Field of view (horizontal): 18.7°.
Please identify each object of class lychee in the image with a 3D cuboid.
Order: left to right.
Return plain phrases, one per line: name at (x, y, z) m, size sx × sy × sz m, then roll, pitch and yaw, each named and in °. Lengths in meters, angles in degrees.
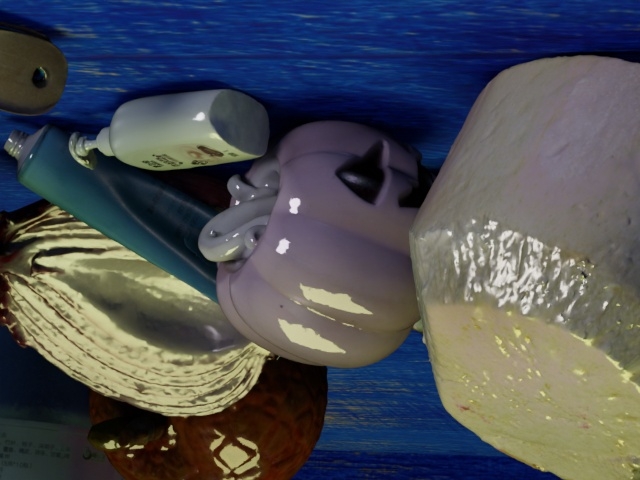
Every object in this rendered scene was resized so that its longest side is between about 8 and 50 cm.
lychee at (-0.114, 0.157, 1.948) m, size 0.255 × 0.255 × 0.300 m, roll -6°, pitch -154°, yaw 37°

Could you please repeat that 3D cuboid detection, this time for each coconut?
coconut at (0.182, 0.006, 1.221) m, size 0.239 × 0.244 × 0.239 m, roll 23°, pitch 149°, yaw 15°

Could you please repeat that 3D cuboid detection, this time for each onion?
onion at (-0.156, 0.015, 1.564) m, size 0.283 × 0.120 × 0.227 m, roll 20°, pitch 125°, yaw -15°

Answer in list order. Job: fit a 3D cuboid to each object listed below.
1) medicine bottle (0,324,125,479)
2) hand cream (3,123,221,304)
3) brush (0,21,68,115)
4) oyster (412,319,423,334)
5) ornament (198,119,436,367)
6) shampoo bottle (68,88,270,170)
medicine bottle at (-0.313, 0.197, 2.093) m, size 0.245 × 0.290 × 0.245 m, roll 4°, pitch 169°, yaw 1°
hand cream at (-0.133, -0.018, 1.438) m, size 0.224 × 0.083 × 0.048 m, roll 29°, pitch 136°, yaw -8°
brush at (-0.293, -0.130, 1.130) m, size 0.327 × 0.070 × 0.065 m, roll 12°, pitch -177°, yaw -42°
oyster at (0.091, 0.018, 1.546) m, size 0.198 × 0.092 × 0.259 m, roll 37°, pitch 162°, yaw -14°
ornament at (0.000, 0.000, 1.374) m, size 0.177 × 0.178 × 0.177 m, roll 3°, pitch 168°, yaw 1°
shampoo bottle at (-0.115, -0.074, 1.358) m, size 0.152 × 0.045 × 0.077 m, roll -3°, pitch 167°, yaw 32°
